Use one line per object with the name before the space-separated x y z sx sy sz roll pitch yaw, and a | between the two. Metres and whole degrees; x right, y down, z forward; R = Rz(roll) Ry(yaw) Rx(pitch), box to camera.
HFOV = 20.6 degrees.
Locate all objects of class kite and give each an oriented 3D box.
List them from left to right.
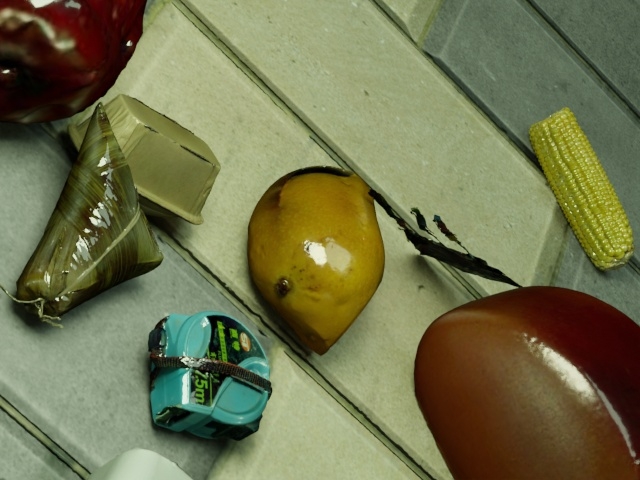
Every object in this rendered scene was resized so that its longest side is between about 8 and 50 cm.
kite | 0.142 0.004 2.099 0.015 0.152 0.285 -66 152 -9

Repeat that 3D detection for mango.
mango | 0.000 0.000 2.006 0.166 0.136 0.236 41 31 -8

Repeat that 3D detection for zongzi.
zongzi | -0.249 -0.027 1.749 0.187 0.084 0.184 -34 115 -54

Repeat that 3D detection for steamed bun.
steamed bun | 0.295 0.224 2.060 0.235 0.248 0.379 -14 74 -51

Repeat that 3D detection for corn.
corn | 0.376 -0.073 2.525 0.081 0.081 0.248 -7 68 -50

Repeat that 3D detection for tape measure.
tape measure | -0.114 0.136 1.815 0.146 0.081 0.125 21 51 -38

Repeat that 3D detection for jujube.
jujube | -0.294 -0.274 1.819 0.258 0.258 0.376 41 43 -17

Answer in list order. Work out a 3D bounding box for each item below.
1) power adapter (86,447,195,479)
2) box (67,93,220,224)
power adapter | -0.166 0.336 1.562 0.187 0.124 0.255 43 37 -14
box | -0.189 -0.081 1.898 0.177 0.111 0.111 29 43 -37
